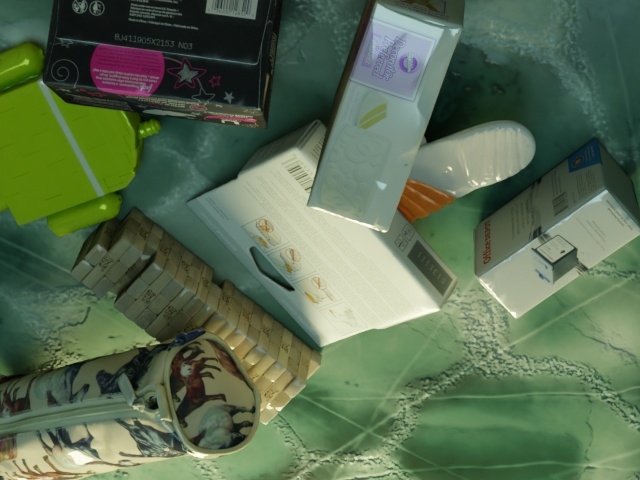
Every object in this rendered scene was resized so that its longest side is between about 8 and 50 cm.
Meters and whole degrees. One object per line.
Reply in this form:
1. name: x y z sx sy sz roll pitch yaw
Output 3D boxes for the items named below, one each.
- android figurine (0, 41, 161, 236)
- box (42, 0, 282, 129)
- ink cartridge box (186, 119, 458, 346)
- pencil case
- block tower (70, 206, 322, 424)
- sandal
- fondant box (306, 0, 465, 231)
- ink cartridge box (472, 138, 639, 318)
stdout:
1. android figurine: -0.331 -0.123 1.966 0.272 0.056 0.248 -21 112 16
2. box: -0.174 -0.229 1.824 0.247 0.142 0.163 7 85 1
3. ink cartridge box: 0.000 0.000 1.981 0.275 0.060 0.239 48 143 -17
4. pencil case: -0.283 0.219 2.006 0.410 0.160 0.183 -14 158 34
5. block tower: -0.154 0.097 2.038 0.335 0.097 0.091 38 115 -14
6. sandal: 0.143 -0.095 1.919 0.265 0.076 0.102 -17 124 29
7. fondant box: 0.078 -0.190 1.739 0.096 0.330 0.238 17 116 -3
8. ink cartridge box: 0.281 -0.015 1.912 0.190 0.140 0.082 -38 109 22
